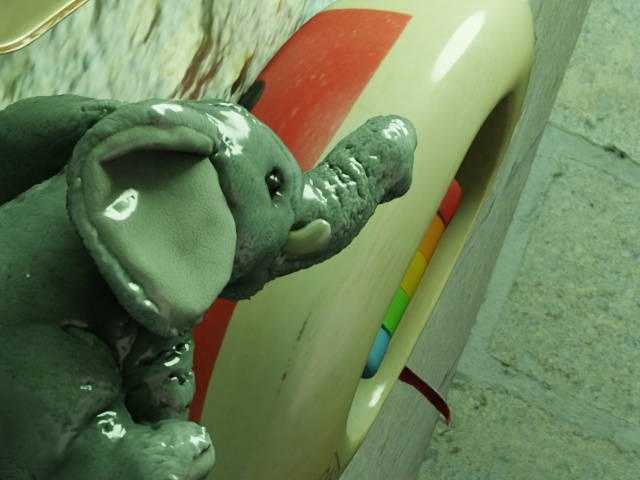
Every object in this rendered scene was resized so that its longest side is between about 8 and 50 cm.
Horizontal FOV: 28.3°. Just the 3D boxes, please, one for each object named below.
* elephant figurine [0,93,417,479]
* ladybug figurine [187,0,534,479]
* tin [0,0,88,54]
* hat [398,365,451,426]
[{"bbox_3d":[-0.081,0.000,0.548,0.186,0.169,0.239,61,51,-68],"label":"elephant figurine"},{"bbox_3d":[0.000,0.000,0.878,0.449,0.162,0.305,-61,167,-18],"label":"ladybug figurine"},{"bbox_3d":[-0.100,-0.147,0.506,0.190,0.040,0.106,-51,157,-46],"label":"tin"},{"bbox_3d":[0.054,0.062,1.151,0.173,0.183,0.208,-66,167,4],"label":"hat"}]
